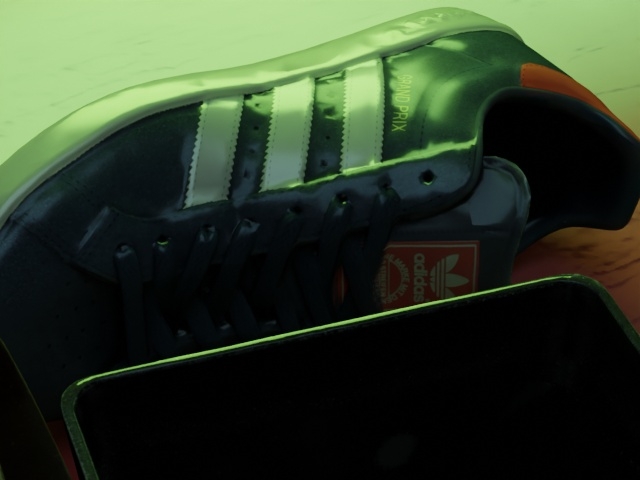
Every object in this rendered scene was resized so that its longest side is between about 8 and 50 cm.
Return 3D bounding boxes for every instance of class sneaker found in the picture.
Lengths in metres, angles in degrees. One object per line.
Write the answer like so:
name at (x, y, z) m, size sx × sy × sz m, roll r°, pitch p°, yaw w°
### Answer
sneaker at (0.000, 0.000, 0.751) m, size 0.350 × 0.131 × 0.148 m, roll -28°, pitch 46°, yaw -31°

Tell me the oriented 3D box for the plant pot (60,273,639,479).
plant pot at (0.032, 0.146, 0.557) m, size 0.188 × 0.167 × 0.187 m, roll -11°, pitch 40°, yaw -16°

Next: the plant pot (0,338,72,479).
plant pot at (-0.172, 0.162, 0.527) m, size 0.230 × 0.215 × 0.215 m, roll -22°, pitch 45°, yaw -6°
